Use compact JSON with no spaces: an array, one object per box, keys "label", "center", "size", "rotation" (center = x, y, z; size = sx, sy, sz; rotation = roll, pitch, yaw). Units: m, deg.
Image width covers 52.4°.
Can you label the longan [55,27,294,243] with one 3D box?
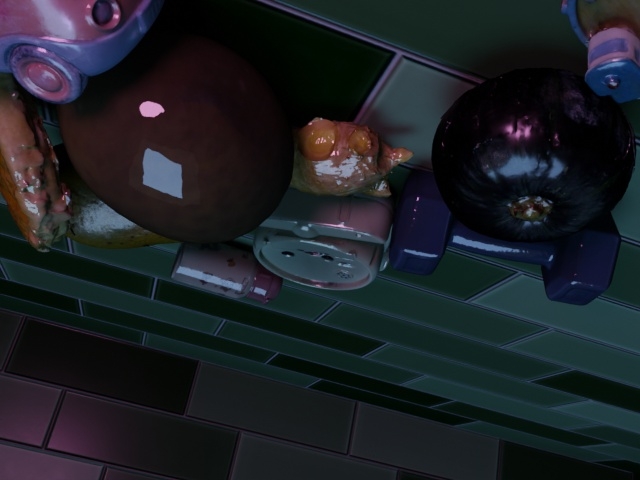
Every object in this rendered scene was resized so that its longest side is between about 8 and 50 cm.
[{"label":"longan","center":[-0.174,-0.126,0.808],"size":[0.300,0.243,0.300],"rotation":[33,161,13]}]

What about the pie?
[{"label":"pie","center":[-0.415,-0.143,0.867],"size":[0.083,0.339,0.339],"rotation":[-25,169,-24]}]

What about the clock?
[{"label":"clock","center":[0.000,0.000,1.160],"size":[0.265,0.108,0.324],"rotation":[7,156,11]}]

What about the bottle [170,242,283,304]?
[{"label":"bottle","center":[-0.195,0.065,1.399],"size":[0.233,0.110,0.110],"rotation":[18,155,-15]}]

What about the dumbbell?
[{"label":"dumbbell","center":[0.271,-0.003,0.983],"size":[0.325,0.160,0.144],"rotation":[11,-172,1]}]

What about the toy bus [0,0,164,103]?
[{"label":"toy bus","center":[-0.305,-0.282,0.604],"size":[0.294,0.197,0.232],"rotation":[9,145,11]}]

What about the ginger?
[{"label":"ginger","center":[0.025,-0.110,0.914],"size":[0.216,0.102,0.157],"rotation":[1,160,24]}]

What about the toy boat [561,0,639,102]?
[{"label":"toy boat","center":[0.293,-0.190,0.613],"size":[0.088,0.102,0.215],"rotation":[-15,144,42]}]

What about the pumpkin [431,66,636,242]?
[{"label":"pumpkin","center":[0.244,-0.096,0.768],"size":[0.233,0.163,0.233],"rotation":[8,155,4]}]

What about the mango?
[{"label":"mango","center":[-0.308,-0.069,1.078],"size":[0.329,0.175,0.176],"rotation":[8,165,5]}]
